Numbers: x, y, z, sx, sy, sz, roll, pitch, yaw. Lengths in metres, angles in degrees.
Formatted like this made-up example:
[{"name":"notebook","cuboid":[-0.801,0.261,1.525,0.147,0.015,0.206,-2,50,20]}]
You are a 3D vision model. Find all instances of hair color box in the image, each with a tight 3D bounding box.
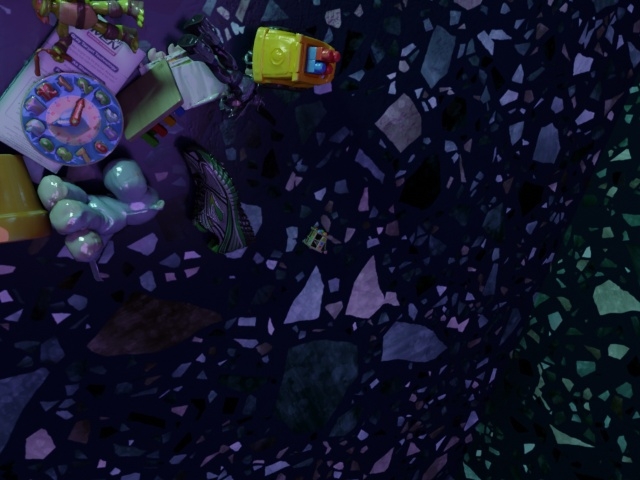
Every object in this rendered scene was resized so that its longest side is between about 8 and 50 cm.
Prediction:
[{"name":"hair color box","cuboid":[-0.575,-0.346,1.134,0.174,0.105,0.347,37,91,-36]}]

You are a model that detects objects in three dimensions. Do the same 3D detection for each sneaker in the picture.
[{"name":"sneaker","cuboid":[-0.296,-0.101,1.378,0.146,0.134,0.344,-27,122,-15]}]

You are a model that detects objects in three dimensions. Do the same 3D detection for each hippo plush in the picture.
[{"name":"hippo plush","cuboid":[-0.499,-0.064,1.215,0.236,0.234,0.294,-29,125,-17]}]

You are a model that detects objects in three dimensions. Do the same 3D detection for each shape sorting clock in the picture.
[{"name":"shape sorting clock","cuboid":[-0.540,-0.262,1.102,0.206,0.040,0.206,-13,118,-25]}]

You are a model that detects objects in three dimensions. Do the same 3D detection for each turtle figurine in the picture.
[{"name":"turtle figurine","cuboid":[-0.484,-0.449,1.025,0.217,0.087,0.270,1,132,-34]}]

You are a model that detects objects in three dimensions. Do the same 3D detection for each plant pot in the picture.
[{"name":"plant pot","cuboid":[-0.726,-0.094,1.121,0.205,0.205,0.188,-8,99,-26]}]

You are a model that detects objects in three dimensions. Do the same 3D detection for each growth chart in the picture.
[{"name":"growth chart","cuboid":[-0.335,-0.417,1.287,0.237,0.021,0.172,-20,119,-21]}]

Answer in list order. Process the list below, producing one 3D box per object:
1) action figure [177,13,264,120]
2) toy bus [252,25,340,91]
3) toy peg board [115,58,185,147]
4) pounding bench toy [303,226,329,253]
[{"name":"action figure","cuboid":[-0.231,-0.424,1.268,0.285,0.099,0.186,39,62,-47]},{"name":"toy bus","cuboid":[-0.033,-0.459,1.289,0.220,0.211,0.150,-15,114,-56]},{"name":"toy peg board","cuboid":[-0.393,-0.319,1.207,0.160,0.161,0.079,-33,149,10]},{"name":"pounding bench toy","cuboid":[0.000,0.000,1.635,0.083,0.052,0.065,26,97,-35]}]
